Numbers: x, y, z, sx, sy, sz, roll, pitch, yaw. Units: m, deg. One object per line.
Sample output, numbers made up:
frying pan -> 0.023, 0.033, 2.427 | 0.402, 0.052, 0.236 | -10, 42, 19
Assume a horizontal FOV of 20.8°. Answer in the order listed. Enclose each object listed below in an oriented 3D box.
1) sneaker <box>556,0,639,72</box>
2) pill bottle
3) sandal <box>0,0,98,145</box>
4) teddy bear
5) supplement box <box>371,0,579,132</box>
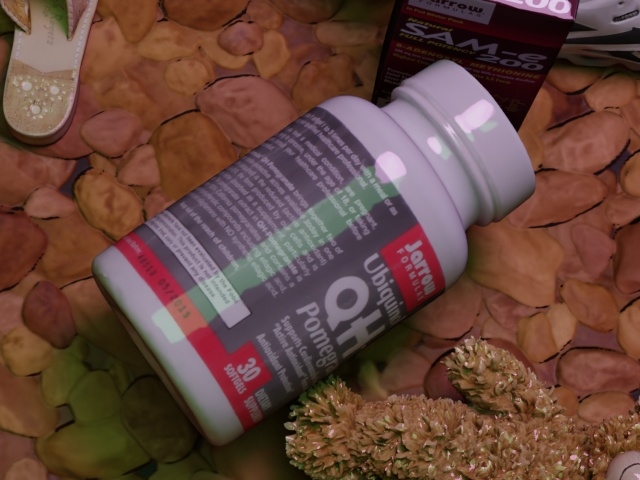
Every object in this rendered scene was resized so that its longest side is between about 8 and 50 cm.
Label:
sneaker -> 0.287, -0.215, 1.475 | 0.330, 0.146, 0.122 | -3, 69, -8
pill bottle -> 0.000, 0.000, 1.332 | 0.318, 0.176, 0.176 | -35, 77, -9
sandal -> -0.228, -0.203, 1.451 | 0.088, 0.079, 0.240 | 2, 70, -5
teddy bear -> 0.132, 0.191, 1.318 | 0.338, 0.113, 0.245 | 19, 61, 5
supplement box -> 0.121, -0.166, 1.387 | 0.130, 0.239, 0.073 | 13, 70, -1
